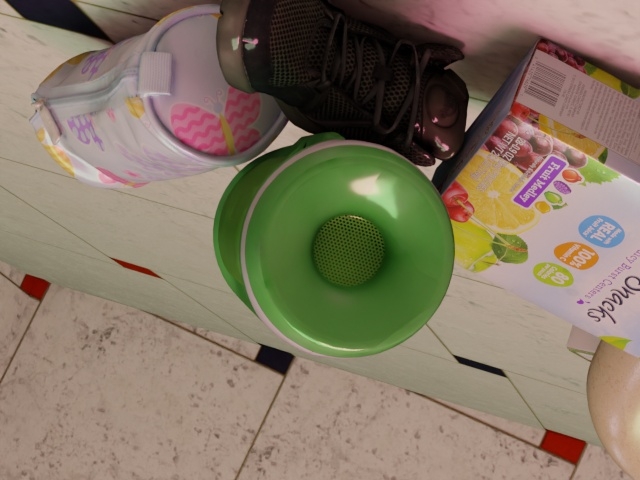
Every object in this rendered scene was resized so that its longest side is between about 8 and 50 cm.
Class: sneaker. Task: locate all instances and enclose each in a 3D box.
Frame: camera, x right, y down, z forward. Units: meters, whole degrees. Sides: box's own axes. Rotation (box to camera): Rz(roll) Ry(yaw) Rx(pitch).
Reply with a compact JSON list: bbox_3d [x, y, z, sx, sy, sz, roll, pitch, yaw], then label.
[{"bbox_3d":[0.021,-0.108,0.902,0.130,0.087,0.227,14,172,20],"label":"sneaker"}]

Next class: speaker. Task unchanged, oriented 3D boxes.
[{"bbox_3d":[0.000,0.000,0.945,0.131,0.131,0.296,21,180,-8],"label":"speaker"}]

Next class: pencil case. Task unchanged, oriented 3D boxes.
[{"bbox_3d":[-0.126,-0.104,1.109,0.124,0.113,0.273,23,169,-25],"label":"pencil case"}]

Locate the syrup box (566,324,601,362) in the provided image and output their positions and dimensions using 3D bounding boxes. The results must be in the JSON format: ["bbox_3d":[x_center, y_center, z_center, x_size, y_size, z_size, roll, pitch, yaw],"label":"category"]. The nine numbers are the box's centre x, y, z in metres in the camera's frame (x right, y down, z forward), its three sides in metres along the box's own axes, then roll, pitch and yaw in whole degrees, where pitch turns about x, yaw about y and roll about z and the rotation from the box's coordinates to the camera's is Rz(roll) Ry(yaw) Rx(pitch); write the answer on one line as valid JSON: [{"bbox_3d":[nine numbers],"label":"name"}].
[{"bbox_3d":[0.346,0.103,1.383,0.237,0.096,0.093,27,169,-38],"label":"syrup box"}]

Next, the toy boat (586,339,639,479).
[{"bbox_3d":[0.380,0.116,1.213,0.318,0.148,0.267,15,134,-4],"label":"toy boat"}]

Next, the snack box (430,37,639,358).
[{"bbox_3d":[0.183,-0.014,0.933,0.207,0.070,0.174,26,150,-4],"label":"snack box"}]
